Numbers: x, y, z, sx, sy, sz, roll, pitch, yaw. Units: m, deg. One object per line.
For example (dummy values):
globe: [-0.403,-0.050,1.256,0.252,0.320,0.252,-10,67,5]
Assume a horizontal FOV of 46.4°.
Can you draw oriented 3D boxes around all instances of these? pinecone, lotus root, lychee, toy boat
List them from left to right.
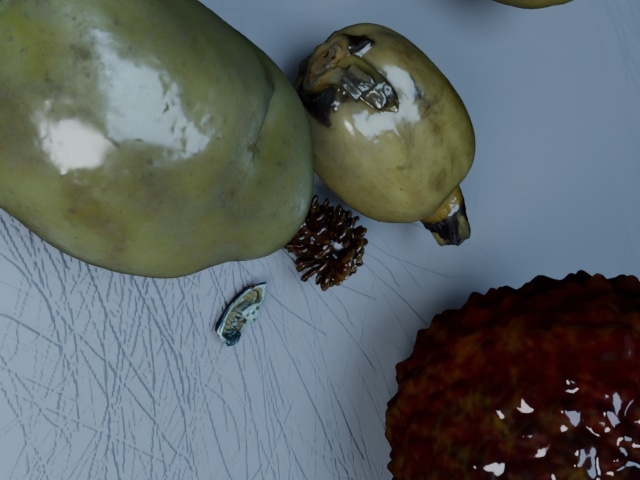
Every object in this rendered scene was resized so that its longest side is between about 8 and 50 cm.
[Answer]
toy boat: [-0.085,0.079,0.830,0.038,0.038,0.083,44,70,-32]
pinecone: [0.002,-0.002,0.858,0.102,0.102,0.109,-36,87,-29]
lotus root: [0.090,-0.107,0.861,0.310,0.183,0.182,44,69,-34]
lychee: [0.275,0.253,0.903,0.425,0.500,0.424,22,48,-27]

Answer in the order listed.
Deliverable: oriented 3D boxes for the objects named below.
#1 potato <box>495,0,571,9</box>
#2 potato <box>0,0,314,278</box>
potato: [0.194,-0.406,0.877,0.397,0.290,0.296,-17,135,-15]
potato: [-0.160,-0.098,0.638,0.326,0.221,0.243,25,91,-37]
